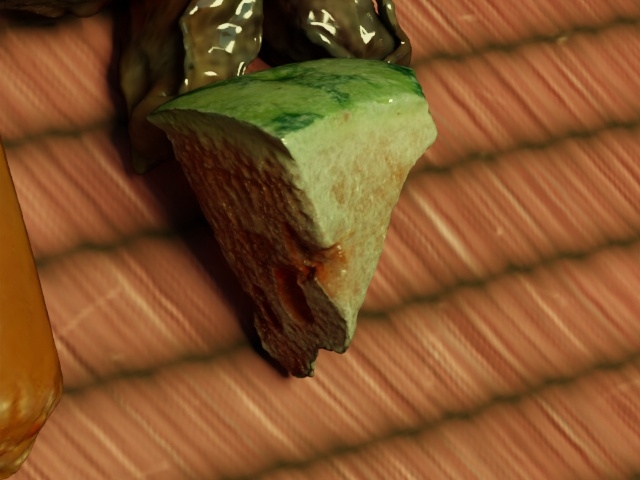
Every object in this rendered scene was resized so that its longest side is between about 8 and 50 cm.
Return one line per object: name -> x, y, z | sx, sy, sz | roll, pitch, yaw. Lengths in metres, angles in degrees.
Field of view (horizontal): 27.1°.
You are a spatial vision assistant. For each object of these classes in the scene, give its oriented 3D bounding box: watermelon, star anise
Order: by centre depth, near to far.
watermelon -> -0.016, -0.013, 0.592 | 0.121, 0.098, 0.158 | 15, 98, -32
star anise -> -0.043, -0.138, 0.650 | 0.214, 0.099, 0.220 | 31, 70, -15

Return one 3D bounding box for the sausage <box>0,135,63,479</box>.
sausage -> -0.193, -0.062, 0.583 | 0.097, 0.094, 0.348 | -15, 80, -22
